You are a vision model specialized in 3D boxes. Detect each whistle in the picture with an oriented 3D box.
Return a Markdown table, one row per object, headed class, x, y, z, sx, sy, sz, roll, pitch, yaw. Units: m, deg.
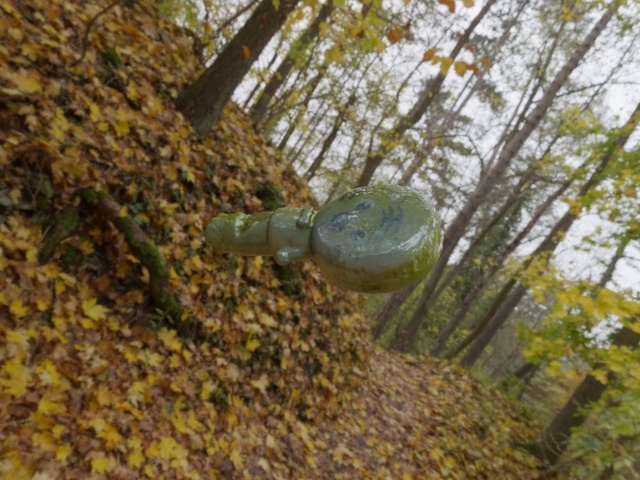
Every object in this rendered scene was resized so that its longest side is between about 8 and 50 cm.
| class | x | y | z | sx | sy | sz | roll | pitch | yaw |
| --- | --- | --- | --- | --- | --- | --- | --- | --- | --- |
| whistle | 0.000 | 0.000 | 0.402 | 0.198 | 0.104 | 0.057 | -1 | -49 | 18 |
